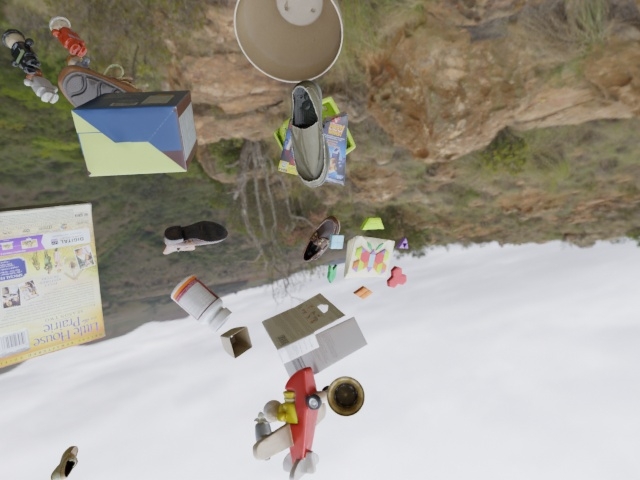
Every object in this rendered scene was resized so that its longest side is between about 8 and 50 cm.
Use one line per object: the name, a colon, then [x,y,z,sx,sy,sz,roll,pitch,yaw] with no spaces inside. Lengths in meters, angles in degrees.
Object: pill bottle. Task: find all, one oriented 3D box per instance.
pill bottle: [-0.453,0.243,1.703,0.121,0.221,0.121,-49,178,-3]

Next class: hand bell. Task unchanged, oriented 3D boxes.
hand bell: [0.090,0.538,1.565,0.126,0.126,0.242,-14,165,0]

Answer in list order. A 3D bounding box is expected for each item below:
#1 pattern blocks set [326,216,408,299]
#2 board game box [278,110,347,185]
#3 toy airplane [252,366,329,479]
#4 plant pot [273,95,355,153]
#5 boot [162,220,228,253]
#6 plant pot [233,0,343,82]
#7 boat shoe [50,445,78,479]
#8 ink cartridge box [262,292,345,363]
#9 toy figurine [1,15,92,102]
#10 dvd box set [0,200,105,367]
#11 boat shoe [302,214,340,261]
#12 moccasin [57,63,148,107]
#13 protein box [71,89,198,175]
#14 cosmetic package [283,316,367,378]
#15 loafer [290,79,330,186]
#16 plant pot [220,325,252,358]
pattern blocks set: [0.167,0.061,1.505,0.324,0.286,0.026,-10,-162,-27]
board game box: [-0.003,-0.269,1.223,0.194,0.194,0.060,12,-157,-12]
toy airplane: [-0.112,0.735,1.768,0.272,0.386,0.384,12,-129,28]
plant pot: [-0.038,-0.397,1.745,0.228,0.227,0.207,-36,-164,-28]
boot: [-0.551,0.010,1.941,0.264,0.096,0.280,-11,167,-21]
plant pot: [-0.072,-0.605,1.195,0.284,0.191,0.284,6,142,4]
boat shoe: [-0.771,0.684,1.362,0.045,0.050,0.135,-16,-159,0]
ink cartridge box: [-0.062,0.312,1.627,0.261,0.066,0.296,-24,-165,-13]
toy figurine: [-0.821,-0.553,1.360,0.213,0.148,0.209,-34,166,-21]
dvd box set: [-0.780,0.113,1.226,0.307,0.421,0.062,-14,-159,-43]
boat shoe: [0.000,0.000,1.541,0.073,0.073,0.207,-30,157,-46]
moccasin: [-0.569,-0.404,1.270,0.139,0.147,0.380,-44,163,20]
protein box: [-0.387,-0.240,0.966,0.199,0.136,0.201,-4,-153,-6]
cosmetic package: [0.020,0.491,2.006,0.197,0.155,0.365,-35,167,37]
loafer: [-0.037,-0.250,1.049,0.094,0.251,0.087,-5,-170,18]
plant pot: [-0.389,0.453,2.006,0.096,0.109,0.109,1,-161,41]
